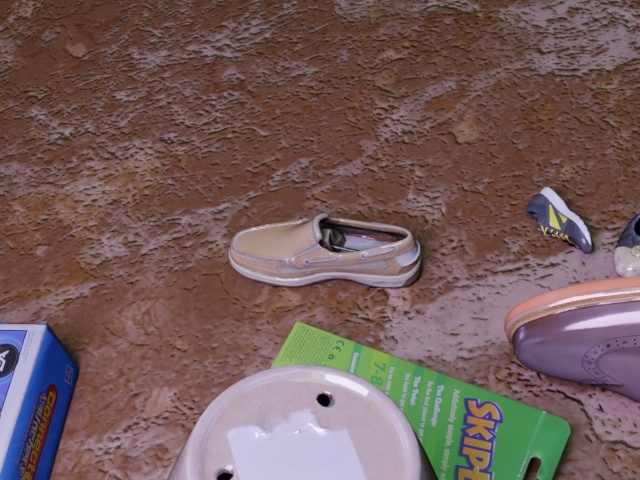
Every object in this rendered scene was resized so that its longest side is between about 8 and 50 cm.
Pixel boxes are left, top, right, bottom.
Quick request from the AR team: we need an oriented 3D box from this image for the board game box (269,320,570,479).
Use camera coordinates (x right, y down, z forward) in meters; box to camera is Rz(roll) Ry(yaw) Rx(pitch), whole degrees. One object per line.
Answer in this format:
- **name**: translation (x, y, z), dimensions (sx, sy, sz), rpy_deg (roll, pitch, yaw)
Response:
- **board game box**: translation (0.066, 0.164, 0.822), dimensions (0.259, 0.039, 0.124), rpy_deg (17, 61, 25)

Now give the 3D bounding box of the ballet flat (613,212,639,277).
- **ballet flat**: translation (0.324, -0.029, 0.895), dimensions (0.057, 0.049, 0.173), rpy_deg (33, 67, 31)

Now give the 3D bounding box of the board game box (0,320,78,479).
- **board game box**: translation (-0.399, 0.221, 0.848), dimensions (0.302, 0.086, 0.308), rpy_deg (0, 55, 12)

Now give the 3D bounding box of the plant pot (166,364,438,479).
- **plant pot**: translation (-0.012, 0.214, 0.619), dimensions (0.256, 0.274, 0.256), rpy_deg (1, 45, -1)

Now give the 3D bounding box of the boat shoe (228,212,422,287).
- **boat shoe**: translation (0.000, 0.000, 0.929), dimensions (0.190, 0.072, 0.068), rpy_deg (0, 55, 12)

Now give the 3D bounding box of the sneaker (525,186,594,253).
- **sneaker**: translation (0.225, -0.013, 0.921), dimensions (0.035, 0.031, 0.083), rpy_deg (-36, 50, 3)

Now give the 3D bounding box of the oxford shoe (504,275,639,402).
- **oxford shoe**: translation (0.318, 0.116, 0.749), dimensions (0.364, 0.130, 0.132), rpy_deg (7, 63, 17)
